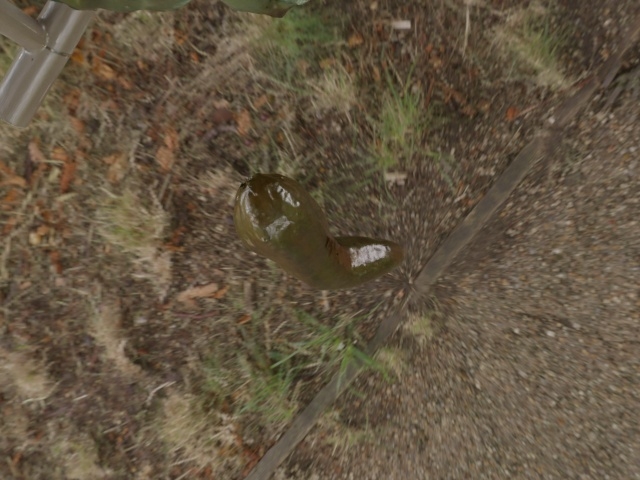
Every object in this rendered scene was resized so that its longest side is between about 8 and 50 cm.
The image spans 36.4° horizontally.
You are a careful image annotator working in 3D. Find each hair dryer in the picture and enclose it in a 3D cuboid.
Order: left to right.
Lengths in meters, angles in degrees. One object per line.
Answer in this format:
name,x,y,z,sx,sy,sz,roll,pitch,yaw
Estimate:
hair dryer,-0.356,-0.223,1.044,0.053,0.220,0.195,44,109,25

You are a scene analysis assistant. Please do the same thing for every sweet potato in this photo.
sweet potato,-0.004,0.004,0.905,0.081,0.233,0.062,-36,55,20

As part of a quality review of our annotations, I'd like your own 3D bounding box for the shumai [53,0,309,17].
shumai,-0.072,-0.353,0.851,0.397,0.323,0.324,-45,58,24
